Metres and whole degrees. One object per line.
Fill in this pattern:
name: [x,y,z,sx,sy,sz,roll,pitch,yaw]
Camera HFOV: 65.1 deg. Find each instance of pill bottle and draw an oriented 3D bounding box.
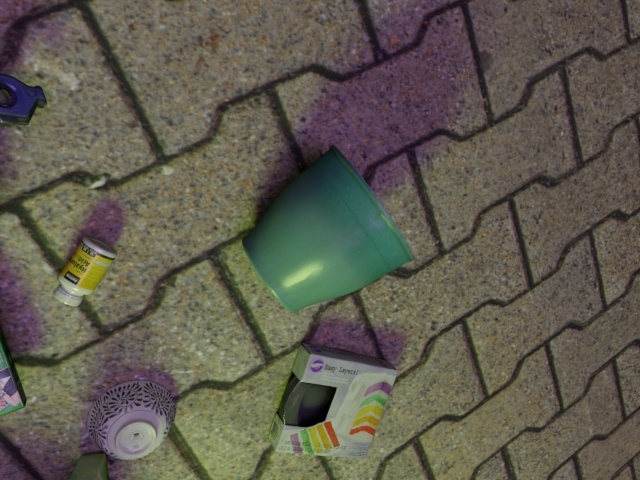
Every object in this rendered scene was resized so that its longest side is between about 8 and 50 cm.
pill bottle: [-0.421,0.056,0.893,0.065,0.065,0.116,33,88,-28]

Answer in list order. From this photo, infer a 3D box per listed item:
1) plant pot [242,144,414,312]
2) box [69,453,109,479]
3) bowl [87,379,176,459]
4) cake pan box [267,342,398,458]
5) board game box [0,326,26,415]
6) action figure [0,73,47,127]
plant pot: [0.000,0.000,0.977,0.255,0.271,0.271,-36,116,2]
box: [-0.427,0.574,0.877,0.059,0.322,0.232,-3,105,-11]
bowl: [-0.368,0.371,0.990,0.170,0.080,0.170,-6,105,-23]
cake pan box: [0.028,0.383,1.186,0.267,0.070,0.245,19,92,-27]
board game box: [-0.633,0.157,0.790,0.214,0.046,0.317,-18,98,-24]
action figure: [-0.591,-0.162,0.689,0.341,0.179,0.329,11,81,-49]
